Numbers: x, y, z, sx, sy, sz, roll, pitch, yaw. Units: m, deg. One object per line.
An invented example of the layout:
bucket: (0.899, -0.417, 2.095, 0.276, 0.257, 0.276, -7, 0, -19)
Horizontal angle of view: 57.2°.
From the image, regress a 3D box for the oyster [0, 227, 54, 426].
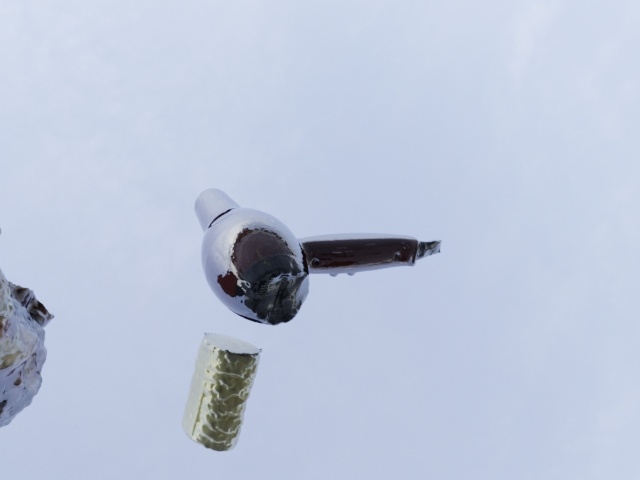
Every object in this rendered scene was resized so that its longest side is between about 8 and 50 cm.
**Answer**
oyster: (-0.388, 0.132, 0.694, 0.100, 0.271, 0.275, 13, -104, -2)

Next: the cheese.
cheese: (-0.164, 0.248, 0.974, 0.093, 0.123, 0.167, 11, -86, -41)

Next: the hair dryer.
hair dryer: (0.000, 0.000, 0.817, 0.340, 0.312, 0.123, -3, -66, -19)
